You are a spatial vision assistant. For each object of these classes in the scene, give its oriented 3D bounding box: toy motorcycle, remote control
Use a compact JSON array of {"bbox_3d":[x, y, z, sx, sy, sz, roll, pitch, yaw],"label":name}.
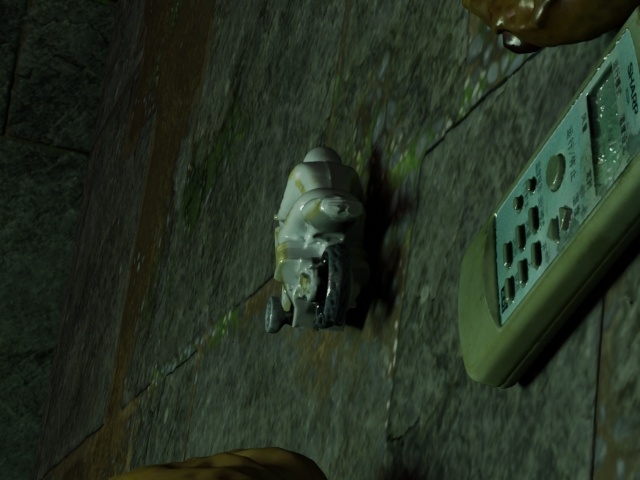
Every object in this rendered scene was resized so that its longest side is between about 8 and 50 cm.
[{"bbox_3d":[0.000,0.000,1.283,0.229,0.074,0.151,155,121,-83],"label":"toy motorcycle"},{"bbox_3d":[0.131,-0.015,0.874,0.233,0.038,0.098,121,156,-49],"label":"remote control"}]

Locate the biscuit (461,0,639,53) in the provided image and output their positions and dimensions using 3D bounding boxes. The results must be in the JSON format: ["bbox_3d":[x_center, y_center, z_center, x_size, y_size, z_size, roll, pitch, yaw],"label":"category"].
[{"bbox_3d":[0.156,-0.242,0.890,0.296,0.075,0.296,-169,90,-73],"label":"biscuit"}]

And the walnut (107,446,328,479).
[{"bbox_3d":[-0.086,0.244,1.048,0.257,0.224,0.257,-28,42,30],"label":"walnut"}]
